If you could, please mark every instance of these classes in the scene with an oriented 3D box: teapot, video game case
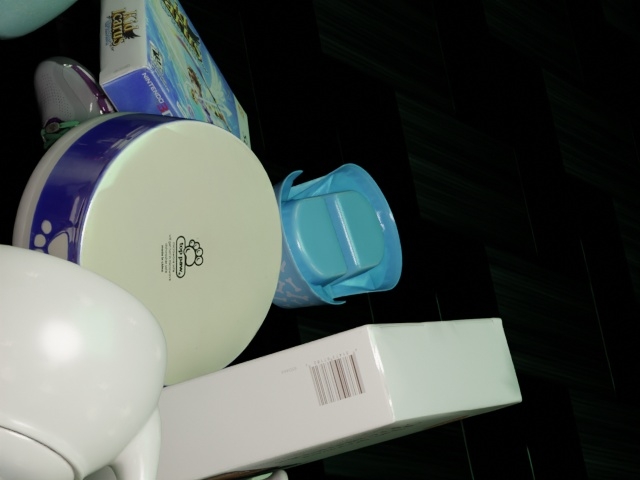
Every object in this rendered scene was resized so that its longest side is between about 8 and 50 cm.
[{"bbox_3d":[-0.264,0.130,1.647,0.252,0.256,0.187,58,43,-52],"label":"teapot"},{"bbox_3d":[-0.152,-0.151,2.106,0.244,0.061,0.269,-100,164,-50],"label":"video game case"}]

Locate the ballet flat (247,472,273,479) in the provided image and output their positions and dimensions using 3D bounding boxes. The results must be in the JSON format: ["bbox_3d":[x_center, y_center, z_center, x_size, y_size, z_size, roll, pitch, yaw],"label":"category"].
[{"bbox_3d":[-0.050,0.306,2.080,0.072,0.068,0.213,12,61,-59],"label":"ballet flat"}]

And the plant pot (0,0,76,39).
[{"bbox_3d":[-0.286,-0.371,1.953,0.290,0.195,0.290,40,40,-44],"label":"plant pot"}]

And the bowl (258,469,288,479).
[{"bbox_3d":[-0.112,0.353,1.798,0.298,0.134,0.297,-174,-90,-86],"label":"bowl"}]

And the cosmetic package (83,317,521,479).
[{"bbox_3d":[-0.038,0.167,1.853,0.284,0.377,0.097,-3,76,-62],"label":"cosmetic package"}]

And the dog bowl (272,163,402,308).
[{"bbox_3d":[0.000,0.000,2.373,0.297,0.074,0.166,-13,84,-62],"label":"dog bowl"}]

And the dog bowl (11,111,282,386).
[{"bbox_3d":[-0.165,0.008,1.906,0.265,0.104,0.264,-8,101,-44],"label":"dog bowl"}]

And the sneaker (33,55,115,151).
[{"bbox_3d":[-0.243,-0.075,1.966,0.098,0.083,0.223,-34,103,-56],"label":"sneaker"}]
